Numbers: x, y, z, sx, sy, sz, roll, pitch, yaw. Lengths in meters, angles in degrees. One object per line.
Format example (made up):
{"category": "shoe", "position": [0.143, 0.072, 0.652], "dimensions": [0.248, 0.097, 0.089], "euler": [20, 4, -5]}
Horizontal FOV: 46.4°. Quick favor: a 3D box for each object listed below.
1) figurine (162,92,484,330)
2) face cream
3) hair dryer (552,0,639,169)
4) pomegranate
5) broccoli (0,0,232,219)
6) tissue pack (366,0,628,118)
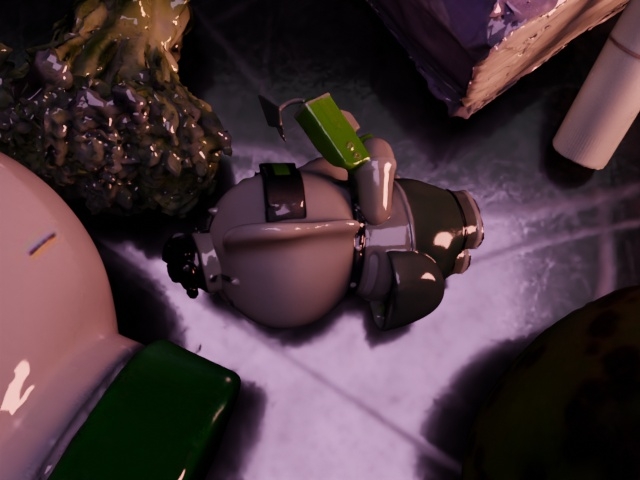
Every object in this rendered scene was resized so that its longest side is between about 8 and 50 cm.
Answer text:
{"category": "figurine", "position": [0.000, 0.000, 0.461], "dimensions": [0.193, 0.147, 0.126], "euler": [-7, 62, -15]}
{"category": "face cream", "position": [-0.243, 0.091, 0.386], "dimensions": [0.357, 0.219, 0.312], "euler": [24, 89, 1]}
{"category": "hair dryer", "position": [0.250, -0.137, 0.528], "dimensions": [0.183, 0.154, 0.044], "euler": [-21, 55, -43]}
{"category": "pomegranate", "position": [0.192, 0.168, 0.392], "dimensions": [0.243, 0.242, 0.305], "euler": [2, 108, 0]}
{"category": "broccoli", "position": [-0.137, -0.159, 0.505], "dimensions": [0.165, 0.145, 0.303], "euler": [1, 64, -4]}
{"category": "tissue pack", "position": [0.092, -0.291, 0.529], "dimensions": [0.242, 0.125, 0.343], "euler": [-35, 77, -7]}
